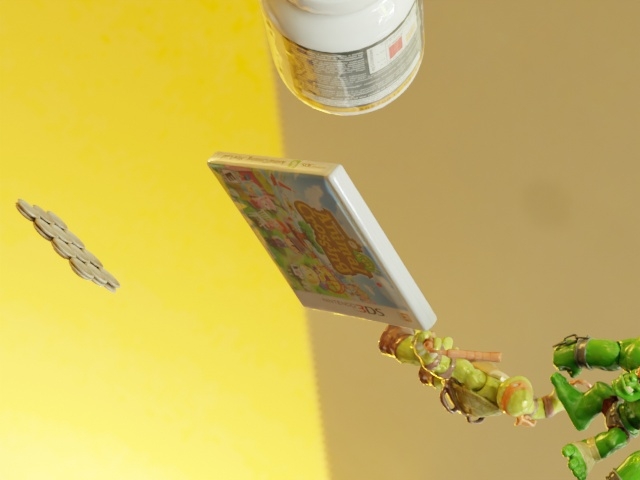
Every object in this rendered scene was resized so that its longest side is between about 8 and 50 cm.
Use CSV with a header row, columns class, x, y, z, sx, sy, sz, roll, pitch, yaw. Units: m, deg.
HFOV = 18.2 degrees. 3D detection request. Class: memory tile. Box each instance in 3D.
class,x,y,z,sx,sy,sz,roll,pitch,yaw
memory tile,-0.317,0.007,2.508,0.148,0.012,0.113,45,7,22

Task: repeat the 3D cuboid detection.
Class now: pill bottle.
class,x,y,z,sx,sy,sz,roll,pitch,yaw
pill bottle,0.020,-0.238,1.947,0.162,0.162,0.278,31,-12,11

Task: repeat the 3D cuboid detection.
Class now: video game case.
class,x,y,z,sx,sy,sz,roll,pitch,yaw
video game case,0.000,0.000,2.007,0.193,0.023,0.212,9,-40,48

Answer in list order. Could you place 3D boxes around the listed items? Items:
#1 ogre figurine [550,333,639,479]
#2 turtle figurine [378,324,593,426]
class,x,y,z,sx,sy,sz,roll,pitch,yaw
ogre figurine,0.294,0.165,1.949,0.118,0.197,0.097,-27,-61,20
turtle figurine,0.170,0.151,2.109,0.269,0.087,0.217,20,2,-33
